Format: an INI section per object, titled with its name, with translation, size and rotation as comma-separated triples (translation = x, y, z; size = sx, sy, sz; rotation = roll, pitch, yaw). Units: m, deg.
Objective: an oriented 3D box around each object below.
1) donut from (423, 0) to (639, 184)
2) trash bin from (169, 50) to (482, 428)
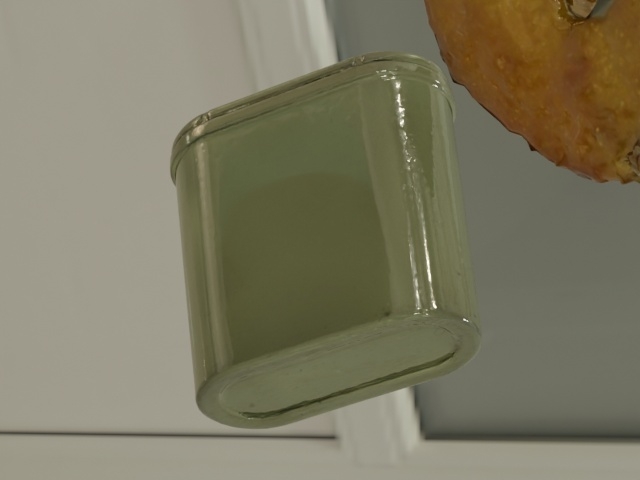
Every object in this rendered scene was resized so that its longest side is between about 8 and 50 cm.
[donut]
translation = 0.158, -0.155, 0.930
size = 0.118, 0.253, 0.253
rotation = -24, 108, -35
[trash bin]
translation = 0.000, 0.000, 1.367
size = 0.121, 0.243, 0.247
rotation = 49, 29, -50
